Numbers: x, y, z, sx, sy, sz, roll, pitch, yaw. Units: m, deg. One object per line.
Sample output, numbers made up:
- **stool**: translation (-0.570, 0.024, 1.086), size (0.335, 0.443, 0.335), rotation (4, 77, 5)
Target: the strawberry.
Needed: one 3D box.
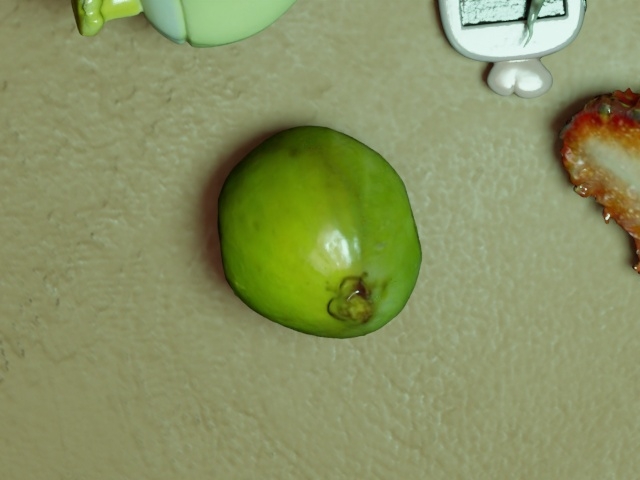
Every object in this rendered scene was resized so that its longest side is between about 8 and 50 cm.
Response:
- **strawberry**: translation (0.296, -0.033, 1.182), size (0.175, 0.107, 0.236), rotation (-27, 103, 42)

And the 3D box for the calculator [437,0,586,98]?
- **calculator**: translation (0.131, -0.180, 1.180), size (0.103, 0.024, 0.166), rotation (-6, 100, -1)

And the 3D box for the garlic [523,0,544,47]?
- **garlic**: translation (0.185, -0.247, 1.079), size (0.148, 0.128, 0.267), rotation (24, 104, -51)

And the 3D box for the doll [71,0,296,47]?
- **doll**: translation (-0.026, -0.213, 1.120), size (0.296, 0.117, 0.141), rotation (-18, 79, 1)

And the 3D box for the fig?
- **fig**: translation (0.000, -0.003, 1.169), size (0.153, 0.121, 0.136), rotation (36, 105, 15)
